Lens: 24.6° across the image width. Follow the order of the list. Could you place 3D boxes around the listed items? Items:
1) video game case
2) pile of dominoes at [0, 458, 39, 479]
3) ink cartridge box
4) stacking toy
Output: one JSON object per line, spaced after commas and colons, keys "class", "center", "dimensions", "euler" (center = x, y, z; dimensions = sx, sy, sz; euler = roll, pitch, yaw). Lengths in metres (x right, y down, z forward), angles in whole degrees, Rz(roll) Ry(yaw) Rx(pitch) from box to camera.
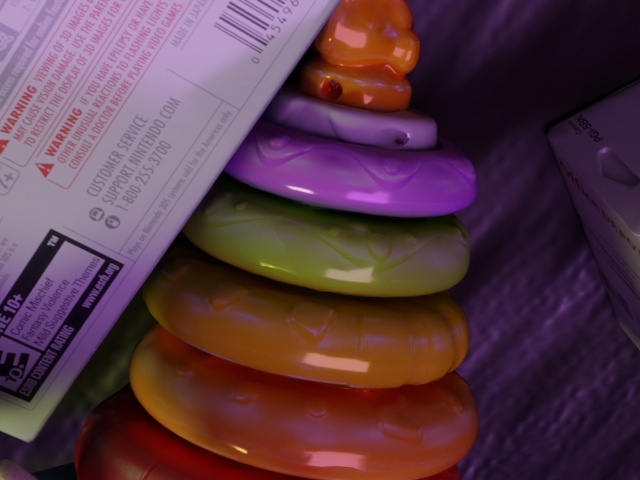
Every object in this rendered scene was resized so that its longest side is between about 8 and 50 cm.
{"class": "video game case", "center": [-0.135, -0.091, 0.479], "dimensions": [0.244, 0.061, 0.269], "euler": [28, 110, -25]}
{"class": "pile of dominoes", "center": [-0.120, 0.133, 0.531], "dimensions": [0.040, 0.251, 0.196], "euler": [-56, 167, -32]}
{"class": "ink cartridge box", "center": [0.162, 0.009, 0.658], "dimensions": [0.056, 0.099, 0.135], "euler": [-29, 129, 0]}
{"class": "stacking toy", "center": [0.000, 0.000, 0.576], "dimensions": [0.165, 0.175, 0.302], "euler": [-7, 112, -54]}
